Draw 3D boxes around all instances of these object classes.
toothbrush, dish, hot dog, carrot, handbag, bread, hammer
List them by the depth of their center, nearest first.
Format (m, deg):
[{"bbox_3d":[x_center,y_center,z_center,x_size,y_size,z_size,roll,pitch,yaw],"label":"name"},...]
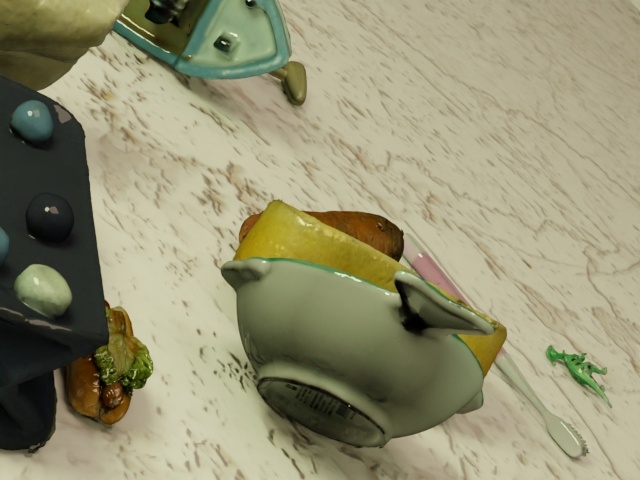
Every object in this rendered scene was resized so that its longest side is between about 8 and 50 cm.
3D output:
[{"bbox_3d":[-0.271,-0.036,1.153,0.269,0.118,0.326,25,23,-26],"label":"handbag"},{"bbox_3d":[-0.144,0.076,1.208,0.056,0.041,0.133,26,24,-24],"label":"hot dog"},{"bbox_3d":[0.022,0.092,1.290,0.224,0.246,0.078,32,67,-15],"label":"dish"},{"bbox_3d":[0.038,0.054,1.454,0.245,0.094,0.102,29,4,-27],"label":"bread"},{"bbox_3d":[0.000,0.000,1.557,0.186,0.060,0.060,5,38,-45],"label":"carrot"},{"bbox_3d":[0.156,0.094,1.651,0.286,0.020,0.025,52,18,30],"label":"toothbrush"},{"bbox_3d":[-0.099,-0.195,1.842,0.195,0.028,0.060,25,31,-20],"label":"hammer"}]

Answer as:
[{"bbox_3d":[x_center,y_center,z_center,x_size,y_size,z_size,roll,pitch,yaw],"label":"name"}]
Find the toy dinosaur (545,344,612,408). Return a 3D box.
[{"bbox_3d":[0.250,0.127,1.725,0.062,0.021,0.083,21,22,-19],"label":"toy dinosaur"}]

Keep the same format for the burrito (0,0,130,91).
[{"bbox_3d":[-0.290,-0.204,1.317,0.332,0.190,0.135,32,23,-38],"label":"burrito"}]

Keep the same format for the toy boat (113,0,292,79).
[{"bbox_3d":[-0.166,-0.257,1.689,0.331,0.145,0.133,32,22,4],"label":"toy boat"}]
